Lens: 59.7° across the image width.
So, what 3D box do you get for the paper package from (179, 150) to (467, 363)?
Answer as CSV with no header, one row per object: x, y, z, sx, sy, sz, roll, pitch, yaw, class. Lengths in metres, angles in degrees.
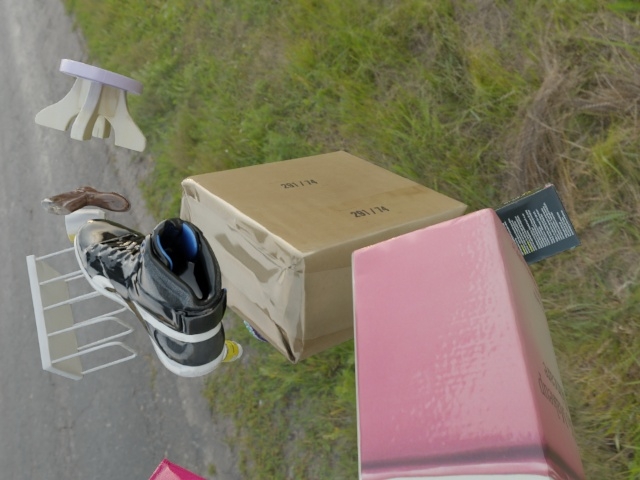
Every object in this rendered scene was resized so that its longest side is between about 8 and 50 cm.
0.000,0.000,0.854,0.310,0.325,0.168,32,126,41,paper package

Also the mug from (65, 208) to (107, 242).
-0.428,-0.025,1.032,0.078,0.064,0.062,93,164,-45,mug

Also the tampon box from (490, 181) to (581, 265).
0.315,-0.014,0.899,0.161,0.120,0.101,-25,88,21,tampon box

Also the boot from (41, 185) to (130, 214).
-0.399,-0.060,0.954,0.107,0.114,0.037,14,107,8,boot

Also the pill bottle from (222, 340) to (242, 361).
-0.287,0.337,1.700,0.065,0.116,0.065,-4,79,21,pill bottle

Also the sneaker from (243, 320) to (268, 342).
-0.181,0.226,1.677,0.098,0.223,0.083,-17,33,41,sneaker

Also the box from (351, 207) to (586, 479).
0.113,0.119,0.429,0.127,0.149,0.232,-19,51,25,box

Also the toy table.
-0.526,-0.318,1.315,0.274,0.253,0.160,-65,-9,-81,toy table

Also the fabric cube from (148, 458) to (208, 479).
-0.138,0.463,0.618,0.258,0.259,0.254,21,124,11,fabric cube

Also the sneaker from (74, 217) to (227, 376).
-0.155,0.012,0.513,0.217,0.079,0.121,38,134,27,sneaker

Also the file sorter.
-0.573,0.171,1.368,0.192,0.173,0.277,91,161,-69,file sorter
